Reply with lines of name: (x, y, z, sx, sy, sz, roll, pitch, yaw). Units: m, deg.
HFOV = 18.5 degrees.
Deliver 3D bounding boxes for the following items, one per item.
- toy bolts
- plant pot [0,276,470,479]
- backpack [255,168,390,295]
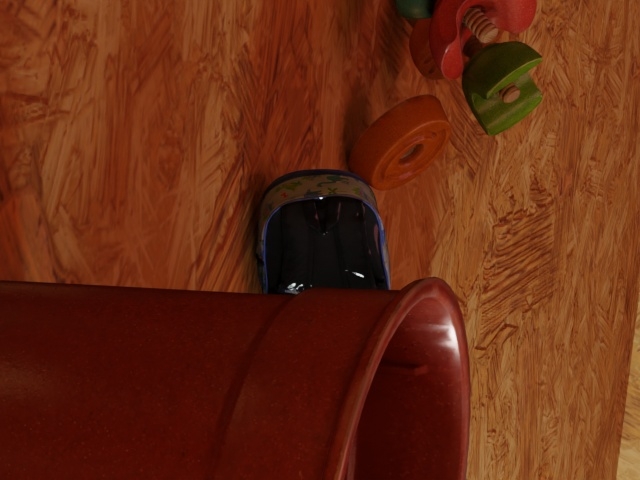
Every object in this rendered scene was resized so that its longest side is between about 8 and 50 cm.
toy bolts: (0.081, -0.183, 1.741, 0.218, 0.158, 0.228, -33, 156, -13)
plant pot: (-0.082, 0.135, 1.058, 0.272, 0.265, 0.272, 8, 90, -72)
backpack: (0.000, 0.000, 1.534, 0.084, 0.105, 0.114, -97, -178, -58)
